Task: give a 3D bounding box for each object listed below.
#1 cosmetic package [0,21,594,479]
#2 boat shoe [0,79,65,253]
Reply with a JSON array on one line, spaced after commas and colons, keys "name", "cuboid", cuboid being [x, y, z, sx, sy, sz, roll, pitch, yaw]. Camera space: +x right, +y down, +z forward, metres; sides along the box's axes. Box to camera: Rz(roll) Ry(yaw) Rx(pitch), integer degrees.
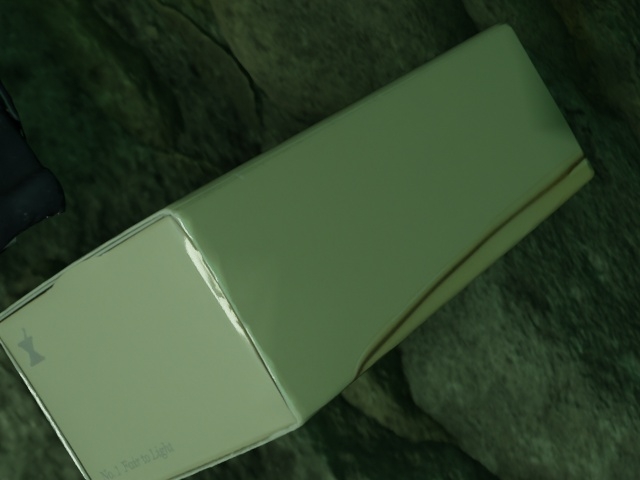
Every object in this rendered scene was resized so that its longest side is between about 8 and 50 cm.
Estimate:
[{"name": "cosmetic package", "cuboid": [0.000, 0.000, 0.704, 0.309, 0.160, 0.113, -35, 96, -47]}, {"name": "boat shoe", "cuboid": [-0.238, -0.004, 0.496, 0.158, 0.127, 0.340, 56, 43, -5]}]
